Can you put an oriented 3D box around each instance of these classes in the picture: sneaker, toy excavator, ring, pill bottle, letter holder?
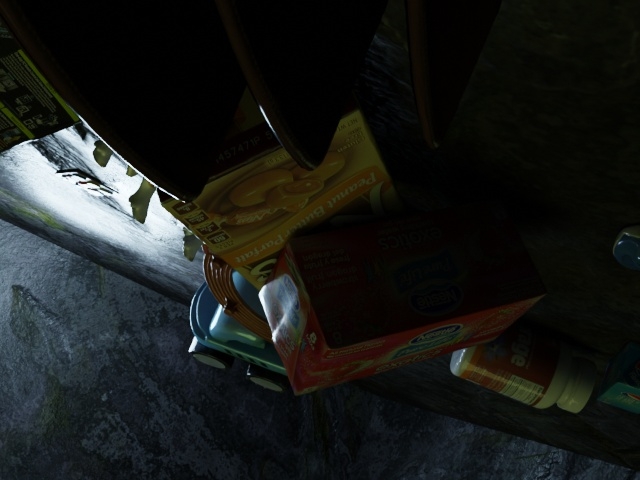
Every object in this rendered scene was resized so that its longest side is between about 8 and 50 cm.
[{"bbox_3d":[0.319,0.031,0.818,0.058,0.085,0.152,25,167,-12],"label":"sneaker"},{"bbox_3d":[-0.078,0.168,1.837,0.432,0.222,0.445,19,159,6],"label":"toy excavator"},{"bbox_3d":[-0.070,0.111,1.607,0.336,0.032,0.337,17,142,14],"label":"ring"},{"bbox_3d":[0.334,0.202,1.421,0.216,0.121,0.121,21,167,1],"label":"pill bottle"},{"bbox_3d":[-0.009,-0.128,0.412,0.152,0.214,0.302,19,167,13],"label":"letter holder"}]

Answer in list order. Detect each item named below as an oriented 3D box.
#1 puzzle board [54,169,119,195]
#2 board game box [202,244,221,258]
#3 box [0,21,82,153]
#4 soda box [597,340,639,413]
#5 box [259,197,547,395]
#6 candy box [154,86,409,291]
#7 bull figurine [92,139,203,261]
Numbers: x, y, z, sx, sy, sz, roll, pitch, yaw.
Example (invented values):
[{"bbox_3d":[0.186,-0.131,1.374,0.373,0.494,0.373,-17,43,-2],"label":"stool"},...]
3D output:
[{"bbox_3d":[-0.463,-0.111,1.709,0.096,0.011,0.128,30,165,-32],"label":"puzzle board"},{"bbox_3d":[0.000,0.000,1.112,0.281,0.145,0.027,15,132,28],"label":"board game box"},{"bbox_3d":[-0.295,-0.168,0.785,0.216,0.060,0.270,-23,167,-4],"label":"box"},{"bbox_3d":[0.488,0.217,1.344,0.071,0.067,0.210,18,167,14],"label":"soda box"},{"bbox_3d":[0.082,0.056,0.892,0.256,0.123,0.128,-11,155,-24],"label":"box"},{"bbox_3d":[-0.024,-0.049,0.844,0.182,0.088,0.316,-25,156,6],"label":"candy box"},{"bbox_3d":[-0.105,-0.068,0.987,0.310,0.188,0.101,48,-170,-47],"label":"bull figurine"}]
